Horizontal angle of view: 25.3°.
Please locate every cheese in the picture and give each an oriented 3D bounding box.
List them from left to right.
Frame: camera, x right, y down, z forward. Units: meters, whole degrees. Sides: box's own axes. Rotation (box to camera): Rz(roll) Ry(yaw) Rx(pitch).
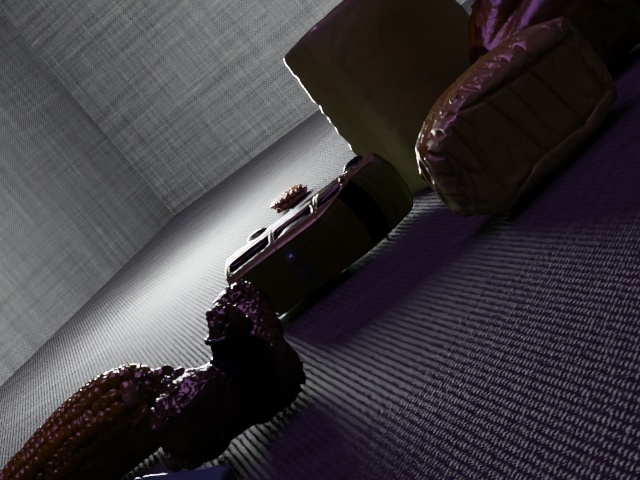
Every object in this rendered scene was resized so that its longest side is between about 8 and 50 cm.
[{"bbox_3d":[0.117,-0.232,1.982,0.242,0.265,0.124,-44,10,-32],"label":"cheese"}]

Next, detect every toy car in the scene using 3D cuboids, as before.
[{"bbox_3d":[0.000,0.000,1.827,0.256,0.101,0.124,-37,14,12],"label":"toy car"}]

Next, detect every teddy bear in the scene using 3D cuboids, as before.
[{"bbox_3d":[-0.083,0.136,1.444,0.129,0.182,0.251,4,26,20],"label":"teddy bear"}]

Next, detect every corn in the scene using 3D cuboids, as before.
[{"bbox_3d":[-0.286,0.250,1.723,0.322,0.119,0.119,-37,9,21],"label":"corn"}]

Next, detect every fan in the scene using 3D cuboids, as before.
[{"bbox_3d":[-0.087,0.121,1.891,0.329,0.009,0.191,-38,10,-6],"label":"fan"}]

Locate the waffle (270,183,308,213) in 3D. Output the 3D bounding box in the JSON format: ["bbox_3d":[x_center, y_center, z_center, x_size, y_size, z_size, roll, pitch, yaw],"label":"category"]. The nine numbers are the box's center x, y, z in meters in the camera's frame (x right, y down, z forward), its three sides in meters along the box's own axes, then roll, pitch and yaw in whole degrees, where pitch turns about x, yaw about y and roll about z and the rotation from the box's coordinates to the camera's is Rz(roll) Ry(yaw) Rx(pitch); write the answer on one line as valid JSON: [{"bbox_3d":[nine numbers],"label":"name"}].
[{"bbox_3d":[-0.060,-0.084,2.779,0.083,0.029,0.075,-38,11,-11],"label":"waffle"}]

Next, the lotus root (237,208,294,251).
[{"bbox_3d":[-0.064,0.028,2.089,0.144,0.070,0.143,-34,15,7],"label":"lotus root"}]

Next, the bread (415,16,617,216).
[{"bbox_3d":[0.201,-0.127,1.508,0.236,0.140,0.106,-42,12,-19],"label":"bread"}]

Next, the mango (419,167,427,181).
[{"bbox_3d":[0.168,-0.101,1.772,0.073,0.056,0.108,-4,-8,-31],"label":"mango"}]

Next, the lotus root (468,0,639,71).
[{"bbox_3d":[0.259,-0.258,1.737,0.180,0.199,0.188,-38,0,-22],"label":"lotus root"}]

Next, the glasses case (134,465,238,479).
[{"bbox_3d":[-0.154,0.289,1.220,0.105,0.056,0.266,-10,20,20],"label":"glasses case"}]
